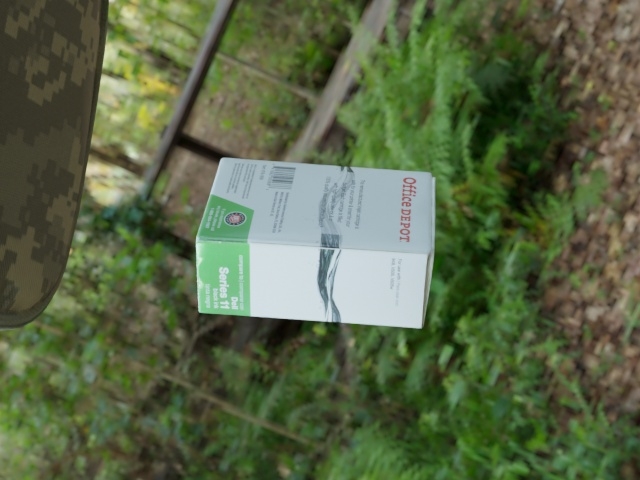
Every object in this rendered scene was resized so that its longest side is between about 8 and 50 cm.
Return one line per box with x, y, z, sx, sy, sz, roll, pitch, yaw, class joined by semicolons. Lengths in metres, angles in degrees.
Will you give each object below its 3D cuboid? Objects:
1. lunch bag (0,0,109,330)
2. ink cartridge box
-0.255;-0.083;0.454;0.305;0.256;0.212;28;-111;-65;lunch bag
0.000;0.000;1.164;0.153;0.208;0.087;-79;-8;-57;ink cartridge box
